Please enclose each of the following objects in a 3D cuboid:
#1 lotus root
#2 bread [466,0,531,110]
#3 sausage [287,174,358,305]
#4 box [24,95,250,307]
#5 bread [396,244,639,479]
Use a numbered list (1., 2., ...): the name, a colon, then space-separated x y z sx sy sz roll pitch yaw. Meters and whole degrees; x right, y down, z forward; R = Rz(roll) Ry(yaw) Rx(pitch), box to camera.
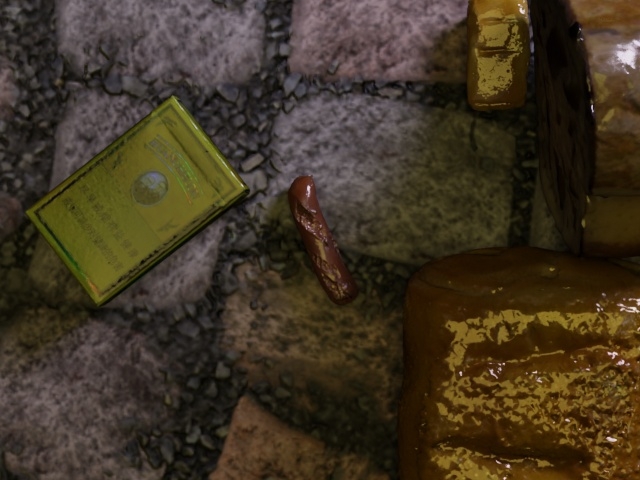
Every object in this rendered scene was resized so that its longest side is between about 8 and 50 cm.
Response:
1. lotus root: 0.348 -0.118 1.595 0.250 0.316 0.316 2 91 1
2. bread: 0.201 -0.211 1.727 0.074 0.053 0.132 2 93 3
3. sausage: 0.000 0.000 1.753 0.036 0.042 0.158 -23 87 41
4. box: -0.208 -0.045 1.750 0.220 0.064 0.141 -37 88 2
5. bread: 0.249 0.176 1.674 0.328 0.148 0.337 3 92 9
